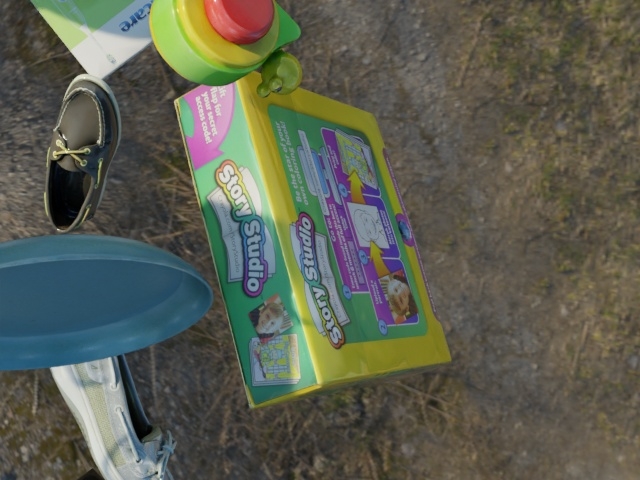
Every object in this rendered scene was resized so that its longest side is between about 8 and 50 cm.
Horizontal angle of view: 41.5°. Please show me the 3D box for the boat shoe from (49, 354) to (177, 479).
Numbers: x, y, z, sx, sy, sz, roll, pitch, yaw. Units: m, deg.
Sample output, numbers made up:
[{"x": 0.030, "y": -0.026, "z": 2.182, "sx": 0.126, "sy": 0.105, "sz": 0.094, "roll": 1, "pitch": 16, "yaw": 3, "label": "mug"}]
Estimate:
[{"x": -0.265, "y": 0.243, "z": 1.155, "sx": 0.103, "sy": 0.118, "sz": 0.320, "roll": -27, "pitch": 92, "yaw": -2, "label": "boat shoe"}]

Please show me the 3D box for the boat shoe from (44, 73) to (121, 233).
[{"x": -0.314, "y": -0.107, "z": 1.103, "sx": 0.081, "sy": 0.068, "sz": 0.227, "roll": 18, "pitch": 129, "yaw": -1, "label": "boat shoe"}]

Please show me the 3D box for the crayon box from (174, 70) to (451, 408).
[{"x": 0.000, "y": 0.000, "z": 1.026, "sx": 0.313, "sy": 0.106, "sz": 0.363, "roll": 5, "pitch": 65, "yaw": -56, "label": "crayon box"}]

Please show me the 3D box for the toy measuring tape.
[{"x": -0.142, "y": -0.243, "z": 0.769, "sx": 0.330, "sy": 0.121, "sz": 0.121, "roll": 42, "pitch": 75, "yaw": -24, "label": "toy measuring tape"}]

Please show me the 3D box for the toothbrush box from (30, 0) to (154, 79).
[{"x": -0.326, "y": -0.407, "z": 1.219, "sx": 0.206, "sy": 0.122, "sz": 0.283, "roll": -35, "pitch": 106, "yaw": 8, "label": "toothbrush box"}]

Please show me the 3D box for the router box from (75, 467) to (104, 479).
[{"x": -0.272, "y": 0.471, "z": 1.079, "sx": 0.309, "sy": 0.243, "sz": 0.081, "roll": 44, "pitch": 109, "yaw": 6, "label": "router box"}]

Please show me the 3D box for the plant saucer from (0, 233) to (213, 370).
[{"x": -0.268, "y": 0.064, "z": 0.852, "sx": 0.318, "sy": 0.317, "sz": 0.043, "roll": 0, "pitch": 65, "yaw": -28, "label": "plant saucer"}]
